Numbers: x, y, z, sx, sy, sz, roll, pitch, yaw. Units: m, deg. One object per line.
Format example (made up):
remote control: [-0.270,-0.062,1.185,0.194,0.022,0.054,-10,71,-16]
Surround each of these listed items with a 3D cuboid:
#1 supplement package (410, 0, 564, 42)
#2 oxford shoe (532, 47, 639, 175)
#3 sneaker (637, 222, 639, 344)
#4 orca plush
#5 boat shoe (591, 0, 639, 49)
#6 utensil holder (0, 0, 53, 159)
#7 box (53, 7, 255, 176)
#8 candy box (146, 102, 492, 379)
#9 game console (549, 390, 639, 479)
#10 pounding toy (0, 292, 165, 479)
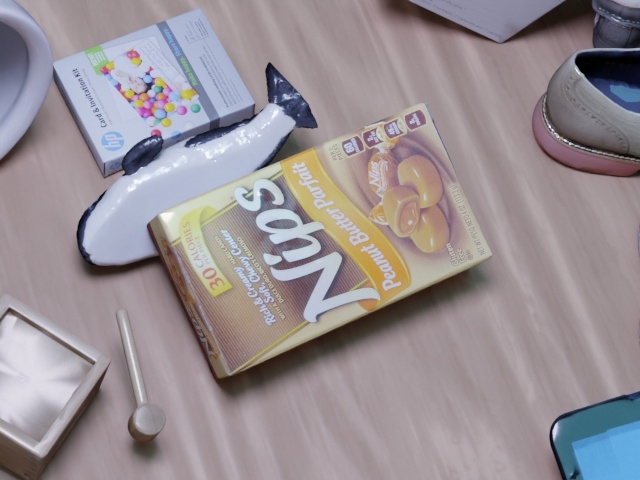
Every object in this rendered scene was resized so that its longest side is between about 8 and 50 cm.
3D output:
supplement package: [0.214,-0.391,1.816,0.199,0.262,0.198,20,58,-31]
oxford shoe: [0.446,-0.139,1.810,0.397,0.146,0.140,2,62,-5]
sneaker: [0.408,0.055,1.743,0.115,0.090,0.232,9,64,-7]
orca plush: [-0.150,-0.085,1.743,0.287,0.151,0.102,-48,35,-1]
boat shoe: [0.401,-0.318,1.920,0.112,0.095,0.335,27,42,18]
utensil holder: [-0.512,-0.251,1.674,0.327,0.327,0.385,-29,67,-19]
box: [-0.188,-0.169,1.820,0.186,0.038,0.145,-23,67,-15]
candy box: [0.000,0.000,1.698,0.316,0.087,0.183,-24,88,-18]
game console: [0.401,0.264,1.567,0.173,0.250,0.293,-8,74,-39]
pounding toy: [-0.255,0.150,1.625,0.206,0.094,0.181,32,59,0]
